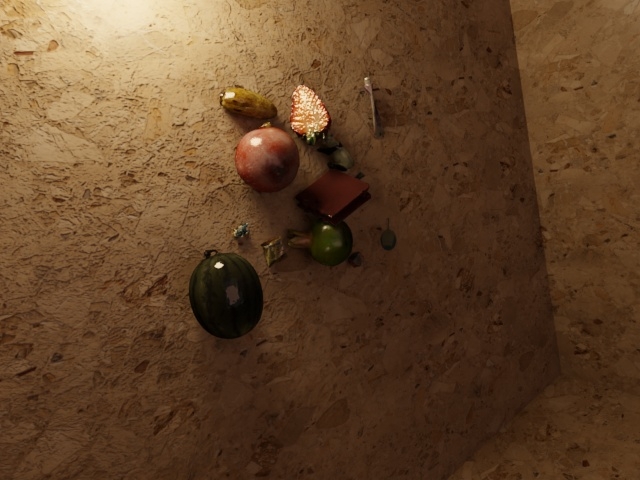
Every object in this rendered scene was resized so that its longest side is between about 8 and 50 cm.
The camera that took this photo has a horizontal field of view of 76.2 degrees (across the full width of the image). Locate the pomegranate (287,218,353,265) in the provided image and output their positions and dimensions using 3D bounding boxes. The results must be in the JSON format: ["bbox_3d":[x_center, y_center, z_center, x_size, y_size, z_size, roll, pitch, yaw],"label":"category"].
[{"bbox_3d":[0.000,0.000,1.861,0.302,0.236,0.236,4,89,-21],"label":"pomegranate"}]

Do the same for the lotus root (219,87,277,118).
[{"bbox_3d":[-0.296,-0.574,1.712,0.258,0.097,0.110,0,89,-37],"label":"lotus root"}]

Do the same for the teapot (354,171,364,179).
[{"bbox_3d":[0.180,-0.303,2.063,0.111,0.043,0.043,-48,115,-27],"label":"teapot"}]

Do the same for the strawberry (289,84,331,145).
[{"bbox_3d":[-0.042,-0.554,1.847,0.106,0.188,0.286,7,69,-71],"label":"strawberry"}]

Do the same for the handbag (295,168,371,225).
[{"bbox_3d":[0.062,-0.200,1.862,0.275,0.260,0.084,-37,139,-24],"label":"handbag"}]

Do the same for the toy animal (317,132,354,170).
[{"bbox_3d":[0.071,-0.418,1.938,0.094,0.121,0.225,-45,113,-23],"label":"toy animal"}]

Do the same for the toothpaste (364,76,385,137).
[{"bbox_3d":[0.274,-0.686,2.105,0.075,0.048,0.301,-46,125,-53],"label":"toothpaste"}]

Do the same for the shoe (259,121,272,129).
[{"bbox_3d":[-0.219,-0.465,1.780,0.069,0.072,0.109,-34,109,14],"label":"shoe"}]

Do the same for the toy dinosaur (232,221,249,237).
[{"bbox_3d":[-0.337,-0.043,1.739,0.083,0.030,0.047,-40,114,-26],"label":"toy dinosaur"}]

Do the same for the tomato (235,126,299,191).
[{"bbox_3d":[-0.209,-0.324,1.680,0.270,0.227,0.270,-19,127,-26],"label":"tomato"}]

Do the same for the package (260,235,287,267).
[{"bbox_3d":[-0.206,0.048,1.829,0.108,0.031,0.121,-27,111,-29],"label":"package"}]

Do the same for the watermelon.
[{"bbox_3d":[-0.367,0.202,1.583,0.279,0.279,0.359,-15,95,-32],"label":"watermelon"}]

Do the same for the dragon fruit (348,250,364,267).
[{"bbox_3d":[0.176,0.101,2.059,0.056,0.060,0.083,47,58,-27],"label":"dragon fruit"}]

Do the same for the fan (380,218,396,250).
[{"bbox_3d":[0.370,-0.034,2.213,0.113,0.005,0.175,-3,93,-33],"label":"fan"}]
